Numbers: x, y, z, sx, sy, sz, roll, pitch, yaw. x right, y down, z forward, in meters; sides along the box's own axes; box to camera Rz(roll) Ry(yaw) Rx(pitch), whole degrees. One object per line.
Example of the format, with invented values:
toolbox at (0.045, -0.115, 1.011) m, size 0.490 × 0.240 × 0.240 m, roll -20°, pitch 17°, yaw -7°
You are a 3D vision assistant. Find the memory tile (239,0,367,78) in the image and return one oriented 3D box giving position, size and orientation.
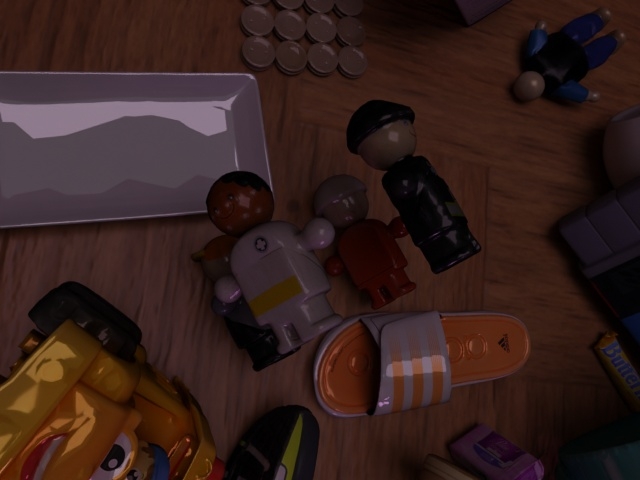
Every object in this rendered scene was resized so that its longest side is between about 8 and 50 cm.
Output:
memory tile at (-0.018, -0.239, 0.594) m, size 0.148 × 0.012 × 0.113 m, roll -1°, pitch 81°, yaw -19°

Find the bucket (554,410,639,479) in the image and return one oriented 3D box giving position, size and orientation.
bucket at (0.381, 0.252, 0.497) m, size 0.281 × 0.281 × 0.183 m, roll -12°, pitch 66°, yaw -20°

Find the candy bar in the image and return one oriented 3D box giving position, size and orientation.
candy bar at (0.386, 0.184, 0.650) m, size 0.040 × 0.018 × 0.161 m, roll -32°, pitch 92°, yaw -21°

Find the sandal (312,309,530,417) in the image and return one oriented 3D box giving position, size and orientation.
sandal at (0.122, 0.114, 0.543) m, size 0.266 × 0.076 × 0.101 m, roll -7°, pitch 82°, yaw -19°

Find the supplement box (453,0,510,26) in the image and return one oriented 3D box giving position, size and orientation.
supplement box at (0.170, -0.324, 0.556) m, size 0.111 × 0.114 × 0.220 m, roll 63°, pitch 25°, yaw 0°

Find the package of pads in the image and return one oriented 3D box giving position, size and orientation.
package of pads at (0.178, 0.225, 0.538) m, size 0.050 × 0.083 × 0.031 m, roll -27°, pitch 110°, yaw -21°

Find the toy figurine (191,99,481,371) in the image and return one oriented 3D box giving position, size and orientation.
toy figurine at (0.000, 0.000, 0.454) m, size 0.210 × 0.213 × 0.148 m, roll -25°, pitch 79°, yaw -18°

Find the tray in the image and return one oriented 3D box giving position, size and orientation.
tray at (-0.185, -0.088, 0.501) m, size 0.271 × 0.030 × 0.145 m, roll -6°, pitch 83°, yaw -20°

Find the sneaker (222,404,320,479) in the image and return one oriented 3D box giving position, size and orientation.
sneaker at (-0.029, 0.296, 0.456) m, size 0.121 × 0.111 × 0.299 m, roll 11°, pitch 82°, yaw -27°

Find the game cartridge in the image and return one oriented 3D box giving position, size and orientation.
game cartridge at (0.470, 0.068, 0.597) m, size 0.355 × 0.230 × 0.068 m, roll 51°, pitch 31°, yaw -4°

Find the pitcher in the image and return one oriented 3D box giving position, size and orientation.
pitcher at (0.457, -0.084, 0.680) m, size 0.178 × 0.126 × 0.207 m, roll -37°, pitch 104°, yaw -41°

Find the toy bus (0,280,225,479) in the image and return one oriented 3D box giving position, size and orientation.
toy bus at (-0.148, 0.149, 0.377) m, size 0.211 × 0.220 × 0.149 m, roll 42°, pitch 73°, yaw -14°

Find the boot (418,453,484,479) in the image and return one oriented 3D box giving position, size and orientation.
boot at (0.126, 0.343, 0.480) m, size 0.203 × 0.095 × 0.262 m, roll -44°, pitch 114°, yaw -18°

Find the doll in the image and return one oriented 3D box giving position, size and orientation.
doll at (0.325, -0.235, 0.690) m, size 0.189 × 0.046 × 0.129 m, roll -34°, pitch 91°, yaw -21°
